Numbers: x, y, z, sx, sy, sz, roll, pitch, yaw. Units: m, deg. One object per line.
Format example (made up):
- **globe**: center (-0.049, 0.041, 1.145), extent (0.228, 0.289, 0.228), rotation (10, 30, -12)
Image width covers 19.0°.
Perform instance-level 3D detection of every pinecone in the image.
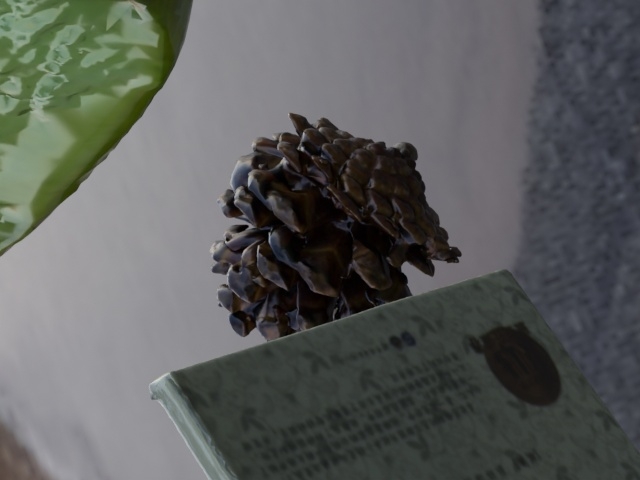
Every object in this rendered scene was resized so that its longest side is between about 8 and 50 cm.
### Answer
- **pinecone**: center (0.000, 0.000, 1.269), extent (0.173, 0.174, 0.173), rotation (53, 155, 38)

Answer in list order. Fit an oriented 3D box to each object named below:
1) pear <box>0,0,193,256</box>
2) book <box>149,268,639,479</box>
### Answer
- **pear**: center (-0.192, -0.077, 0.455), extent (0.282, 0.287, 0.176), rotation (125, 144, -60)
- **book**: center (0.093, 0.153, 0.721), extent (0.310, 0.217, 0.021), rotation (55, 128, 17)
